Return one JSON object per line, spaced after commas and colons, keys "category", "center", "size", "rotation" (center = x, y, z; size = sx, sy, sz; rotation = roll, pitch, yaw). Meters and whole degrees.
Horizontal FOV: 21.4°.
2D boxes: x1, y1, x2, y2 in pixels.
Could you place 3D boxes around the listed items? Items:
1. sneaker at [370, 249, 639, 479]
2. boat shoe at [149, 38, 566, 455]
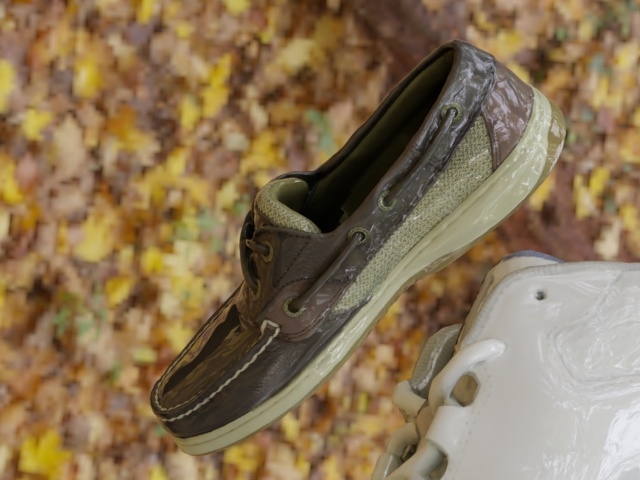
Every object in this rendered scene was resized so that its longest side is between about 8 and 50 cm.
{"category": "sneaker", "center": [0.055, 0.083, 0.458], "size": [0.297, 0.129, 0.111], "rotation": [-37, 179, -28]}
{"category": "boat shoe", "center": [0.001, 0.000, 0.722], "size": [0.073, 0.223, 0.080], "rotation": [42, 16, -26]}
